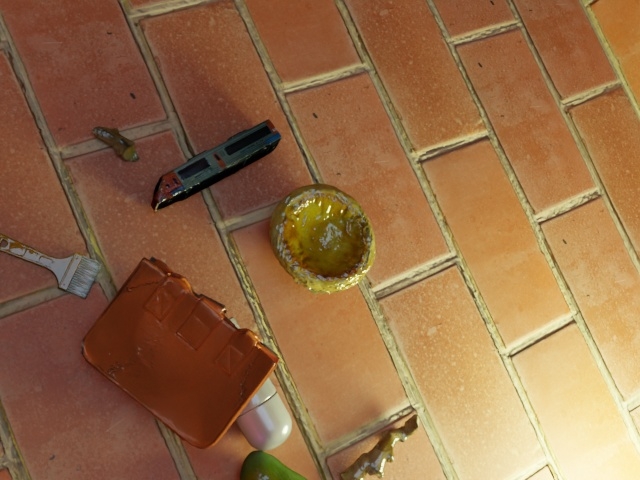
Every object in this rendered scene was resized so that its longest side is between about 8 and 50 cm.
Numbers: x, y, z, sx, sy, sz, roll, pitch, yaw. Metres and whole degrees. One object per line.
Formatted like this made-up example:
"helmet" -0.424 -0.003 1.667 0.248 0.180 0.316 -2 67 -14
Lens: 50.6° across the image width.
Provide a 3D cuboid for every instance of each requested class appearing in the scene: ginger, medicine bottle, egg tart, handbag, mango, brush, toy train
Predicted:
"ginger" -0.539 -0.263 1.801 0.137 0.044 0.057 36 85 -7
"ginger" 0.168 0.580 1.830 0.288 0.075 0.089 -36 68 -20
"medicine bottle" -0.192 0.371 1.715 0.130 0.130 0.341 -29 87 -25
"egg tart" 0.000 0.000 1.890 0.319 0.128 0.319 4 76 -18
"handbag" -0.335 0.264 1.612 0.410 0.116 0.303 38 92 4
"mango" -0.103 0.639 1.687 0.251 0.114 0.156 45 73 -5
"brush" -0.689 0.048 1.677 0.272 0.013 0.103 25 68 -12
"toy train" -0.295 -0.209 1.854 0.409 0.086 0.089 -32 88 -24
